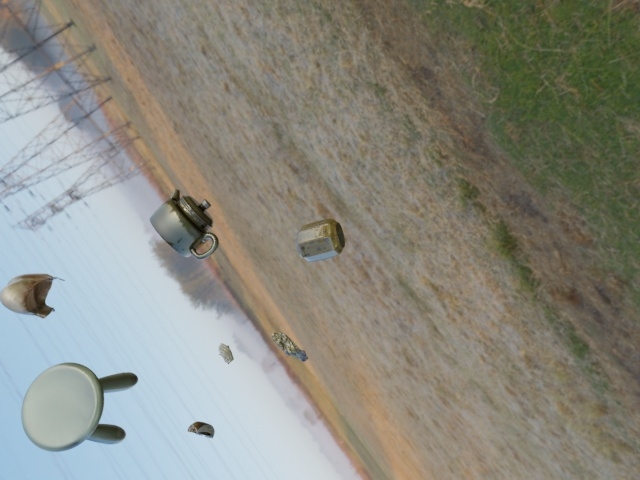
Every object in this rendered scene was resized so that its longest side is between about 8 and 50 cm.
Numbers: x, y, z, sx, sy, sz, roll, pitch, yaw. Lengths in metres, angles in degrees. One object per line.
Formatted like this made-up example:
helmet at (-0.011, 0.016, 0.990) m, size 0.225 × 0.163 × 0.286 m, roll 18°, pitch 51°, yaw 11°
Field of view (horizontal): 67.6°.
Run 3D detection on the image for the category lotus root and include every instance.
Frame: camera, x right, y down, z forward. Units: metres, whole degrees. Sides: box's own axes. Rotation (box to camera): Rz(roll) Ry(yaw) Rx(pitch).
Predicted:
lotus root at (-0.276, 0.438, 1.113) m, size 0.037 × 0.030 × 0.083 m, roll 4°, pitch 152°, yaw 24°

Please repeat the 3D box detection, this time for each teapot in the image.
teapot at (-0.422, -0.058, 1.553) m, size 0.268 × 0.175 × 0.185 m, roll 48°, pitch -179°, yaw 18°

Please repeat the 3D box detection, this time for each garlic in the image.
garlic at (-0.732, 0.131, 1.206) m, size 0.123 × 0.099 × 0.174 m, roll 20°, pitch -177°, yaw -13°

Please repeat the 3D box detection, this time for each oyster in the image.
oyster at (-0.126, 0.422, 1.885) m, size 0.177 × 0.056 × 0.105 m, roll 48°, pitch 159°, yaw -18°

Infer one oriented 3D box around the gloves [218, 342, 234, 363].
gloves at (-0.296, 0.361, 1.517) m, size 0.081 × 0.037 × 0.044 m, roll 41°, pitch -152°, yaw 18°

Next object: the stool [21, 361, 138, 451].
stool at (-0.590, 0.410, 1.182) m, size 0.195 × 0.196 × 0.199 m, roll 5°, pitch 161°, yaw 6°

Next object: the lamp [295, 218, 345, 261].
lamp at (0.000, 0.000, 1.947) m, size 0.161 × 0.184 × 0.162 m, roll -14°, pitch -90°, yaw -73°
